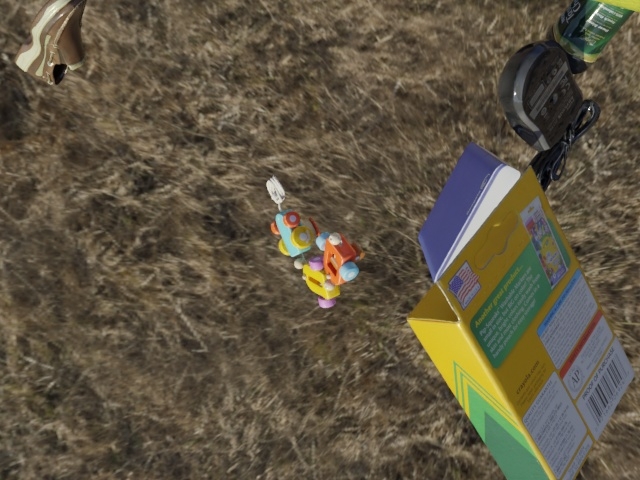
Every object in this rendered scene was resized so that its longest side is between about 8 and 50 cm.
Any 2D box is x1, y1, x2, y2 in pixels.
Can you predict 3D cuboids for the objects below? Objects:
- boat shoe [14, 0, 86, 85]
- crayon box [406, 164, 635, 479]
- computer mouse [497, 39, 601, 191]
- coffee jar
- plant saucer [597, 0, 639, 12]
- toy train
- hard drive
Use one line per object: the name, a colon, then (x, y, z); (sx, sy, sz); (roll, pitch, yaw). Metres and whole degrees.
boat shoe: (-0.427, -0.336, 1.324); (0.095, 0.257, 0.095); (43, 61, -16)
crayon box: (0.229, 0.104, 0.907); (0.203, 0.083, 0.323); (-46, 116, -30)
computer mouse: (0.330, -0.205, 1.213); (0.072, 0.272, 0.188); (34, 83, 39)
coffee jar: (0.417, -0.344, 1.193); (0.079, 0.096, 0.184); (22, 134, -11)
plant saucer: (0.266, -0.289, 0.652); (0.188, 0.045, 0.188); (25, 115, 25)
toy train: (0.000, 0.000, 0.869); (0.046, 0.125, 0.166); (-22, 49, -22)
hard drive: (0.239, -0.051, 1.337); (0.040, 0.318, 0.210); (27, 103, -4)
